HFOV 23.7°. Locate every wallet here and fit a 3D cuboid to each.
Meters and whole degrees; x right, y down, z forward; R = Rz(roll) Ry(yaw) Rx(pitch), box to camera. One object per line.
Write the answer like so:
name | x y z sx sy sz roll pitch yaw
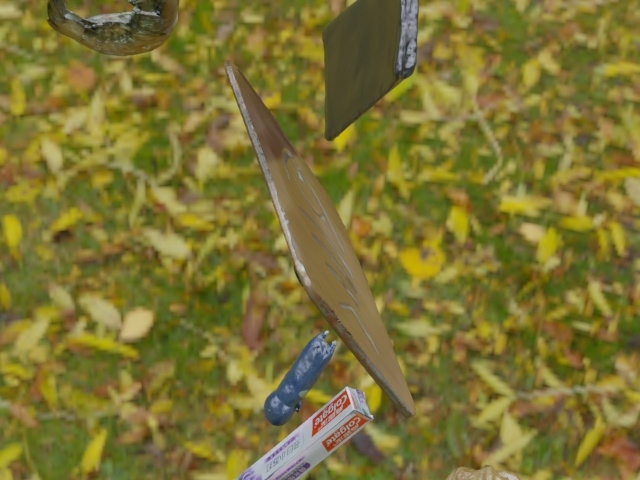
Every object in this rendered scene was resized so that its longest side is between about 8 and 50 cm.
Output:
wallet | 0.052 -0.209 1.683 0.030 0.285 0.146 8 78 -16

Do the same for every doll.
doll | -0.021 0.148 1.633 0.027 0.125 0.037 12 31 -48

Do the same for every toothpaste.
toothpaste | -0.023 0.246 1.804 0.196 0.040 0.047 -41 42 20

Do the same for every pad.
pad | 0.000 0.000 1.396 0.018 0.286 0.284 -26 53 7

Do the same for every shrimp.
shrimp | -0.229 -0.263 1.700 0.150 0.217 0.051 3 67 -14

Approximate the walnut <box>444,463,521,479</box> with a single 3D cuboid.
walnut | 0.123 0.218 1.168 0.079 0.082 0.096 7 51 5
